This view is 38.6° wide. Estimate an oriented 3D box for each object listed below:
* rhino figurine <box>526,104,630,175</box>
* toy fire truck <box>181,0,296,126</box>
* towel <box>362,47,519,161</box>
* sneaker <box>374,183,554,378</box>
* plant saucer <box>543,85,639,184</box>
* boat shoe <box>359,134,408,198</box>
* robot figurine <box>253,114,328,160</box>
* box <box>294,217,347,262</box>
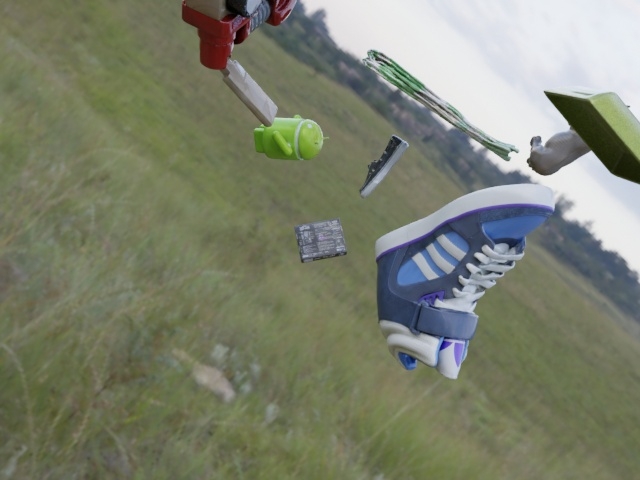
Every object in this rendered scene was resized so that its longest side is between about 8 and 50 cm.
[{"bbox_3d":[0.542,-0.215,1.922,0.073,0.243,0.106,52,20,-21],"label":"rhino figurine"},{"bbox_3d":[-0.099,-0.317,1.342,0.158,0.217,0.246,27,-42,13],"label":"toy fire truck"},{"bbox_3d":[0.220,-0.259,1.719,0.325,0.038,0.248,33,10,-3],"label":"towel"},{"bbox_3d":[0.213,0.074,1.307,0.130,0.323,0.236,10,66,-43],"label":"sneaker"},{"bbox_3d":[0.438,-0.165,1.373,0.188,0.045,0.188,45,4,-14],"label":"plant saucer"},{"bbox_3d":[0.119,-0.148,1.832,0.040,0.142,0.049,39,7,5],"label":"boat shoe"},{"bbox_3d":[-0.048,-0.162,1.463,0.101,0.115,0.067,-45,136,-59],"label":"robot figurine"},{"bbox_3d":[0.000,0.000,1.625,0.018,0.083,0.067,91,-13,-67],"label":"box"}]
